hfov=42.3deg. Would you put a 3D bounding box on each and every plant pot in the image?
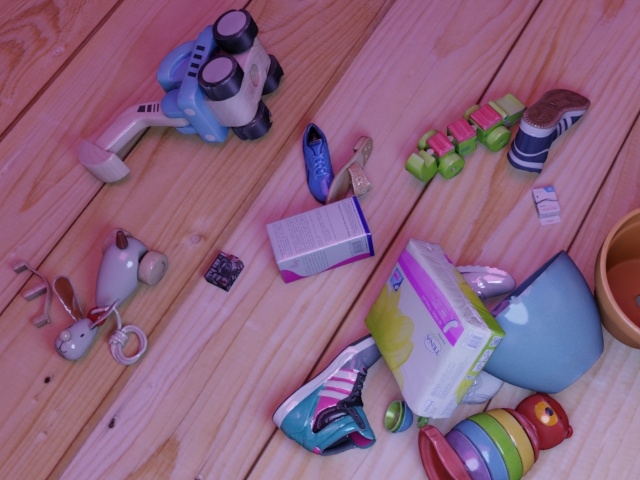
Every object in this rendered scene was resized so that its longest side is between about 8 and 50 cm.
[{"bbox_3d":[0.662,0.096,1.614,0.290,0.203,0.291,0,68,0],"label":"plant pot"},{"bbox_3d":[0.443,0.187,1.643,0.290,0.290,0.195,-41,80,-13],"label":"plant pot"}]

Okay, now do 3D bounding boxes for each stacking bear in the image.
[{"bbox_3d":[0.352,0.393,1.599,0.289,0.164,0.175,-24,58,-17],"label":"stacking bear"}]

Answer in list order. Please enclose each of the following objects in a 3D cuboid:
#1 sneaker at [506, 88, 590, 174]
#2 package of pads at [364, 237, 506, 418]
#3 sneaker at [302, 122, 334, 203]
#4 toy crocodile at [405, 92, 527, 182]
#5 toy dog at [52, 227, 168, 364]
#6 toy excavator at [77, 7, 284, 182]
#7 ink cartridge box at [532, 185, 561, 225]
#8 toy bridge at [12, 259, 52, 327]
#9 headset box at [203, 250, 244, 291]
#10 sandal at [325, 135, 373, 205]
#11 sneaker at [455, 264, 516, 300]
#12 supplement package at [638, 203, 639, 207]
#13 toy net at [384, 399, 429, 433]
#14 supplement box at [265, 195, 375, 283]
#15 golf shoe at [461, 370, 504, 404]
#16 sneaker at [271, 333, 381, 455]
[{"bbox_3d":[0.537,-0.257,1.965,0.099,0.153,0.282,33,41,26],"label":"sneaker"},{"bbox_3d":[0.208,0.171,1.609,0.101,0.229,0.296,12,28,-27],"label":"package of pads"},{"bbox_3d":[-0.007,-0.190,2.011,0.069,0.082,0.209,-11,62,1],"label":"sneaker"},{"bbox_3d":[0.345,-0.250,1.974,0.340,0.105,0.115,-31,62,-9],"label":"toy crocodile"},{"bbox_3d":[-0.489,0.105,1.879,0.220,0.161,0.334,5,63,12],"label":"toy dog"},{"bbox_3d":[-0.362,-0.346,2.104,0.445,0.222,0.433,0,61,25],"label":"toy excavator"},{"bbox_3d":[0.521,-0.080,1.899,0.048,0.028,0.083,-11,61,3],"label":"ink cartridge box"},{"bbox_3d":[-0.678,0.122,1.976,0.063,0.026,0.188,-28,62,-8],"label":"toy bridge"},{"bbox_3d":[-0.223,0.069,1.931,0.062,0.032,0.083,24,67,19],"label":"headset box"},{"bbox_3d":[0.093,-0.150,1.969,0.079,0.088,0.240,15,60,23],"label":"sandal"},{"bbox_3d":[0.306,0.110,1.795,0.235,0.090,0.095,-2,57,23],"label":"sneaker"},{"bbox_3d":[0.800,0.000,1.752,0.139,0.134,0.244,-31,62,-10],"label":"supplement package"},{"bbox_3d":[0.192,0.282,1.704,0.045,0.122,0.232,21,62,-16],"label":"toy net"},{"bbox_3d":[0.000,0.000,1.889,0.220,0.111,0.114,-19,60,-2],"label":"supplement box"},{"bbox_3d":[0.299,0.301,1.696,0.176,0.086,0.069,-23,60,-5],"label":"golf shoe"},{"bbox_3d":[0.066,0.333,1.694,0.295,0.124,0.178,-39,66,-16],"label":"sneaker"}]
